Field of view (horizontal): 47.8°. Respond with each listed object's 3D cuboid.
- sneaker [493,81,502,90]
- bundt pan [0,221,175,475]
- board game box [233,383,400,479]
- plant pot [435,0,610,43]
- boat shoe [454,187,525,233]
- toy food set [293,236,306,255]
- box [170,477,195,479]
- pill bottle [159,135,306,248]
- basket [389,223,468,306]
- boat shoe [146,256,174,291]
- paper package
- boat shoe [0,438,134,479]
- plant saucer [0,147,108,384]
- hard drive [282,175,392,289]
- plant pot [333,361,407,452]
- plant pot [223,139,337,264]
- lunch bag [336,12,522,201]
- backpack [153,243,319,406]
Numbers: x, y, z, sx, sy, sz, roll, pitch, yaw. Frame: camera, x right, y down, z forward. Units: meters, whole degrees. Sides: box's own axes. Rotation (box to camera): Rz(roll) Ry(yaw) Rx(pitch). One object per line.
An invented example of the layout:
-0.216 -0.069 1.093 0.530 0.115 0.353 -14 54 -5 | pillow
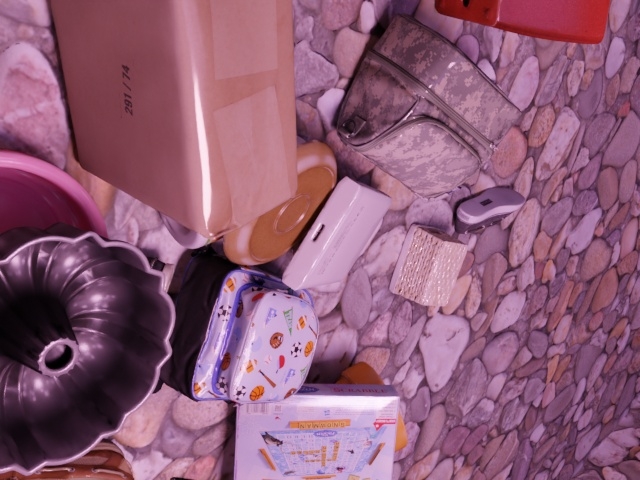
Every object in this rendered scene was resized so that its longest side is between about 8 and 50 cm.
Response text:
0.372 -0.316 1.614 0.037 0.032 0.083 31 82 -34 | sneaker
-0.360 0.124 0.923 0.330 0.124 0.331 -22 125 -37 | bundt pan
-0.015 0.443 1.433 0.318 0.066 0.318 3 101 -8 | board game box
0.367 -0.513 1.350 0.235 0.267 0.267 -14 120 -26 | plant pot
0.405 -0.065 1.742 0.228 0.080 0.076 -22 142 -39 | boat shoe
0.000 0.000 1.412 0.122 0.019 0.078 -26 127 -33 | toy food set
-0.264 0.571 1.431 0.184 0.045 0.191 29 88 -50 | box
-0.127 -0.089 1.154 0.245 0.136 0.137 -24 126 -35 | pill bottle
0.245 0.060 1.623 0.113 0.103 0.167 8 106 -45 | basket
-0.304 0.130 1.157 0.079 0.084 0.233 18 107 -9 | boat shoe
-0.187 -0.215 0.902 0.168 0.309 0.325 -26 128 -38 | paper package
-0.431 0.390 1.114 0.323 0.119 0.123 -2 111 -44 | boat shoe
-0.446 0.035 0.945 0.332 0.084 0.332 -22 126 -35 | plant saucer
0.040 -0.009 1.311 0.203 0.040 0.307 -58 167 8 | hard drive
0.055 0.395 1.555 0.187 0.205 0.205 -25 127 -16 | plant pot
-0.052 -0.048 1.122 0.236 0.032 0.236 -41 157 -22 | plant pot
0.195 -0.229 1.361 0.256 0.212 0.305 -51 139 12 | lunch bag
-0.122 0.160 1.250 0.263 0.213 0.277 16 96 -58 | backpack
